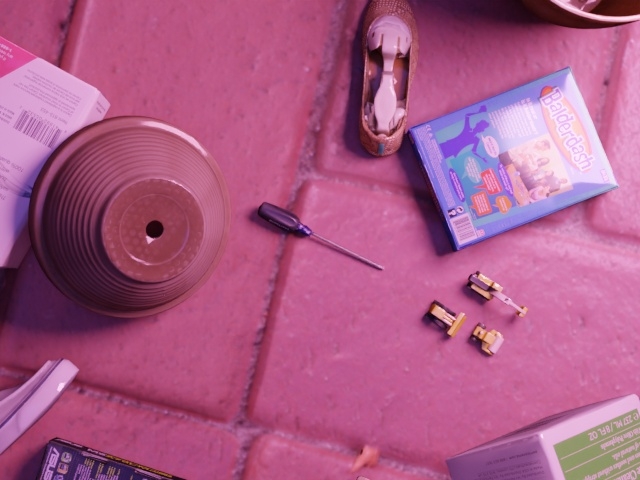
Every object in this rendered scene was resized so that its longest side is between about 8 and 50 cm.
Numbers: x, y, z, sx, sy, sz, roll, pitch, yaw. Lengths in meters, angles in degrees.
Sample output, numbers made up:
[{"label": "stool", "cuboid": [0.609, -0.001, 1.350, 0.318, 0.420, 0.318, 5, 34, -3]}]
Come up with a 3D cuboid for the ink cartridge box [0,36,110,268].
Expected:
[{"label": "ink cartridge box", "cuboid": [-0.384, -0.107, 1.391, 0.172, 0.100, 0.237, 29, 86, 1]}]

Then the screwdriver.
[{"label": "screwdriver", "cuboid": [0.000, 0.000, 1.436, 0.170, 0.024, 0.025, 30, 116, -6]}]

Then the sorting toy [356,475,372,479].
[{"label": "sorting toy", "cuboid": [0.087, 0.366, 1.400, 0.274, 0.046, 0.132, 24, 87, 1]}]

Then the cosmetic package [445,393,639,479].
[{"label": "cosmetic package", "cuboid": [0.302, 0.377, 1.301, 0.197, 0.155, 0.365, -13, 80, -43]}]

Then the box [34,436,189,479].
[{"label": "box", "cuboid": [-0.262, 0.351, 1.397, 0.184, 0.045, 0.190, 17, 86, -2]}]

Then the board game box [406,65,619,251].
[{"label": "board game box", "cuboid": [0.231, -0.097, 1.429, 0.210, 0.047, 0.160, -21, 87, -2]}]

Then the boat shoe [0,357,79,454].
[{"label": "boat shoe", "cuboid": [-0.403, 0.218, 1.381, 0.267, 0.096, 0.088, -42, 93, 5]}]

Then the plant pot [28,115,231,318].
[{"label": "plant pot", "cuboid": [-0.203, -0.021, 1.342, 0.237, 0.110, 0.237, -4, 100, -24]}]

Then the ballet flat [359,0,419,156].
[{"label": "ballet flat", "cuboid": [0.084, -0.205, 1.422, 0.073, 0.067, 0.206, 1, 86, 0]}]

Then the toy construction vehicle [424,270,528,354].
[{"label": "toy construction vehicle", "cuboid": [0.189, 0.086, 1.424, 0.098, 0.035, 0.086, 37, 87, 1]}]

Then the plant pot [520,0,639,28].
[{"label": "plant pot", "cuboid": [0.300, -0.333, 1.340, 0.237, 0.254, 0.237, 0, 86, -1]}]
